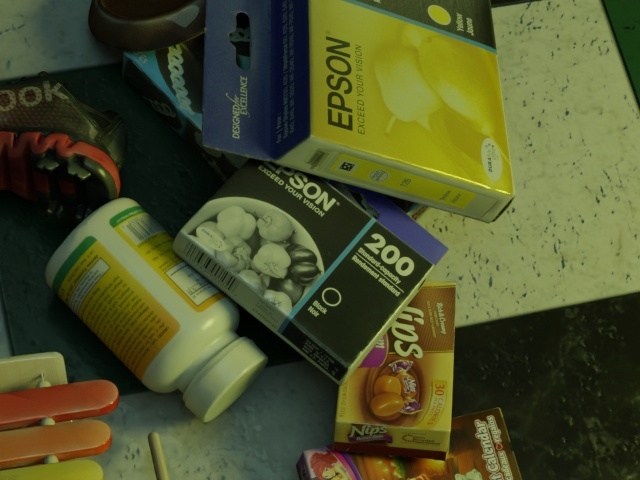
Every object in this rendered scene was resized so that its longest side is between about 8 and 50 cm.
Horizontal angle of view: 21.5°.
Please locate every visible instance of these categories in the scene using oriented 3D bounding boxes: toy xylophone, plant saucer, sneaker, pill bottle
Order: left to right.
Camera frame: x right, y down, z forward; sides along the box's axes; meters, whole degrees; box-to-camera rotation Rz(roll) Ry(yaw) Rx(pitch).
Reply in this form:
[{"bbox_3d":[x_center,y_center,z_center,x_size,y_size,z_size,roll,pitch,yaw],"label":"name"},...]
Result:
[{"bbox_3d":[-0.313,-0.108,1.660,0.276,0.097,0.135,14,47,9],"label":"sneaker"},{"bbox_3d":[-0.240,0.222,1.478,0.236,0.081,0.322,-12,37,-14],"label":"toy xylophone"},{"bbox_3d":[-0.151,0.069,1.598,0.208,0.117,0.117,44,68,10],"label":"pill bottle"},{"bbox_3d":[-0.163,-0.258,1.735,0.168,0.029,0.168,-10,43,9],"label":"plant saucer"}]

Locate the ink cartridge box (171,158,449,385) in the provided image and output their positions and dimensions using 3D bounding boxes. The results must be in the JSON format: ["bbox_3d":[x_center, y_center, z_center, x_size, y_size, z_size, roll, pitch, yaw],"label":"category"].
[{"bbox_3d":[0.000,0.000,1.606,0.206,0.045,0.208,38,55,4],"label":"ink cartridge box"}]

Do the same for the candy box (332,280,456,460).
[{"bbox_3d":[0.073,0.118,1.613,0.109,0.053,0.186,5,48,2],"label":"candy box"}]

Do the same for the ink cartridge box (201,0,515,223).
[{"bbox_3d":[0.038,-0.184,1.683,0.307,0.072,0.303,16,50,-23],"label":"ink cartridge box"}]

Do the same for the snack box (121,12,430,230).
[{"bbox_3d":[-0.029,-0.124,1.730,0.187,0.060,0.322,-41,79,-21],"label":"snack box"}]

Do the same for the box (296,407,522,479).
[{"bbox_3d":[0.111,0.318,1.570,0.201,0.057,0.293,-11,70,-13],"label":"box"}]
